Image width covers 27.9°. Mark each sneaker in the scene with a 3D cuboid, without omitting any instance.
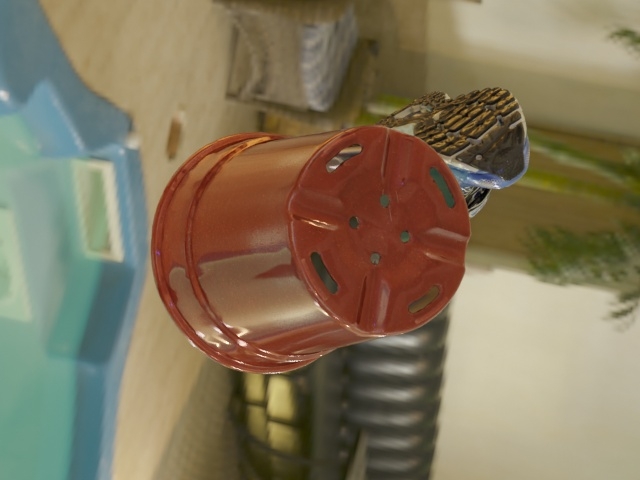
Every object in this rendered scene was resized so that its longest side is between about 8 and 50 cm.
[{"bbox_3d":[0.178,-0.096,1.568,0.147,0.130,0.330,60,-8,-15],"label":"sneaker"}]

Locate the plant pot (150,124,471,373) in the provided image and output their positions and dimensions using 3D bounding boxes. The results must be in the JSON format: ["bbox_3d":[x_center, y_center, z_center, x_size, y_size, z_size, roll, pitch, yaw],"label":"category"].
[{"bbox_3d":[0.000,0.000,1.326,0.265,0.272,0.272,-12,-119,61],"label":"plant pot"}]
